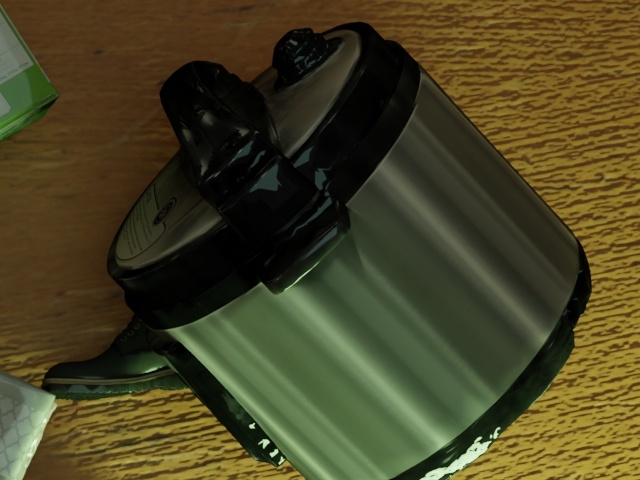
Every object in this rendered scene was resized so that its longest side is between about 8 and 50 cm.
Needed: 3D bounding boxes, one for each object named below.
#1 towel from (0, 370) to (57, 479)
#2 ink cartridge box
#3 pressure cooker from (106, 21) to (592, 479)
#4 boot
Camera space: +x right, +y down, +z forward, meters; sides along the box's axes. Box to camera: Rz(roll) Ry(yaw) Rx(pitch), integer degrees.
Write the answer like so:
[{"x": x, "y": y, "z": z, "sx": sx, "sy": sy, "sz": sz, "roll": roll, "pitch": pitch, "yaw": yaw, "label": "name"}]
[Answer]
[{"x": -0.454, "y": 0.216, "z": 1.761, "sx": 0.332, "sy": 0.053, "sz": 0.317, "roll": 26, "pitch": 76, "yaw": -5, "label": "towel"}, {"x": -0.369, "y": -0.212, "z": 1.831, "sx": 0.097, "sy": 0.189, "sz": 0.255, "roll": -33, "pitch": 96, "yaw": -13, "label": "ink cartridge box"}, {"x": 0.004, "y": -0.005, "z": 1.811, "sx": 0.420, "sy": 0.370, "sz": 0.375, "roll": 46, "pitch": 52, "yaw": -19, "label": "pressure cooker"}, {"x": -0.193, "y": 0.089, "z": 1.931, "sx": 0.198, "sy": 0.077, "sz": 0.137, "roll": -5, "pitch": 84, "yaw": -28, "label": "boot"}]
